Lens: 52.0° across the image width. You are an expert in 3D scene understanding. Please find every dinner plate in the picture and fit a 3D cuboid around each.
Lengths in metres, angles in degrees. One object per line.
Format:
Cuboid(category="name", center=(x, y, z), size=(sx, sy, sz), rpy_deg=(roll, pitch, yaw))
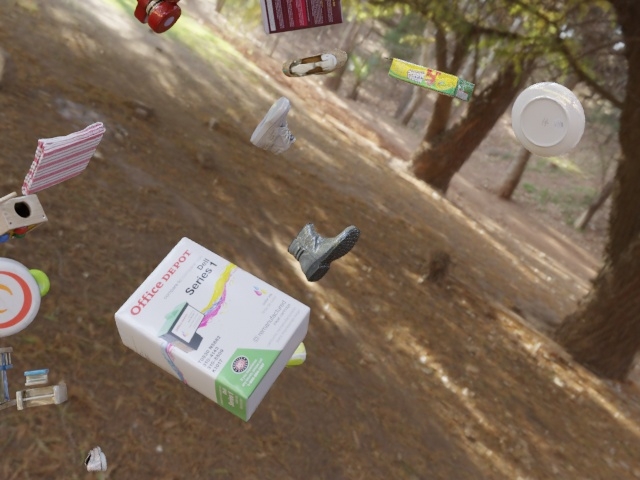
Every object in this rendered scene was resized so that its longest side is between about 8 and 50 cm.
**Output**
Cuboid(category="dinner plate", center=(0.416, -0.220, 1.213), size=(0.141, 0.141, 0.017), rpy_deg=(36, 43, 24))

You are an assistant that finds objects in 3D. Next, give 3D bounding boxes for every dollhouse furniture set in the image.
Cuboid(category="dollhouse furniture set", center=(-0.644, 0.291, 1.406), size=(0.183, 0.129, 0.129), rpy_deg=(-6, -6, -9))

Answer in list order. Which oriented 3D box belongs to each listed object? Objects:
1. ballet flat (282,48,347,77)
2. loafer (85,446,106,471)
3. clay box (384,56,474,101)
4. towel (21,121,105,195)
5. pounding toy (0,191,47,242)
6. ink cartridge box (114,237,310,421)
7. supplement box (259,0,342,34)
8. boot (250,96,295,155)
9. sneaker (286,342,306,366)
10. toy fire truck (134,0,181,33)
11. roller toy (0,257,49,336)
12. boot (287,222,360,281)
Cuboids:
Cuboid(category="ballet flat", center=(-0.014, -0.534, 2.007), size=(0.206, 0.073, 0.067), rpy_deg=(-15, 25, -1))
Cuboid(category="loafer", center=(-0.486, 0.470, 1.406), size=(0.039, 0.045, 0.125), rpy_deg=(-6, -6, -27))
Cuboid(category="clay box", center=(0.279, -0.426, 1.730), size=(0.222, 0.053, 0.127), rpy_deg=(25, 15, 29))
Cuboid(category="towel", center=(-0.537, -0.170, 1.365), size=(0.144, 0.197, 0.029), rpy_deg=(-32, 87, -42))
Cuboid(category="pounding toy", center=(-0.837, -0.053, 1.738), size=(0.206, 0.181, 0.094), rpy_deg=(-26, 92, -62))
Cuboid(category="ink cartridge box", center=(-0.189, 0.151, 1.165), size=(0.278, 0.201, 0.117), rpy_deg=(28, -32, 13))
Cuboid(category="supplement box", center=(-0.060, -0.707, 1.969), size=(0.239, 0.130, 0.073), rpy_deg=(-9, 34, -3))
Cuboid(category="boot", center=(-0.131, -0.379, 2.209), size=(0.123, 0.095, 0.258), rpy_deg=(27, -30, -18))
Cuboid(category="sneaker", center=(-0.161, 0.270, 1.677), size=(0.240, 0.091, 0.126), rpy_deg=(-2, 56, -17))
Cuboid(category="toy fire truck", center=(-0.407, -0.737, 1.829), size=(0.169, 0.302, 0.254), rpy_deg=(48, 54, 0))
Cuboid(category="roller toy", center=(-0.819, 0.141, 1.667), size=(0.209, 0.191, 0.146), rpy_deg=(23, -6, -26))
Cuboid(category="boot", center=(0.000, 0.000, 2.063), size=(0.083, 0.246, 0.161), rpy_deg=(12, 39, -54))
